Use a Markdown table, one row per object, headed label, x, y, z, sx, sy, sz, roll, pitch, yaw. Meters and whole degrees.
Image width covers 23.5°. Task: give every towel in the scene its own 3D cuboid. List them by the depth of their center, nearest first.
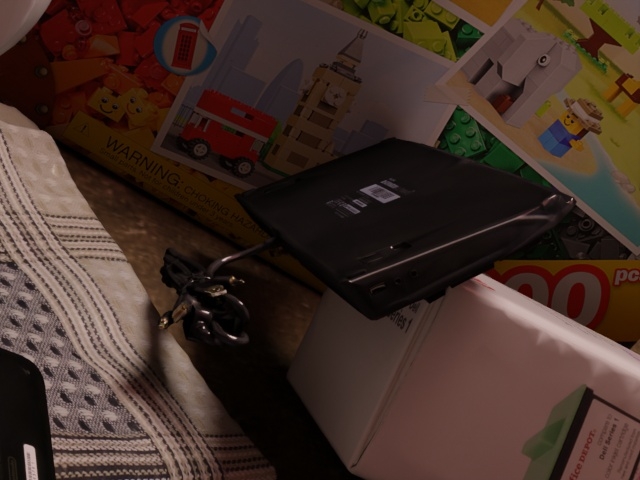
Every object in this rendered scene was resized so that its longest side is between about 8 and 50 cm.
| label | x | y | z | sx | sy | sz | roll | pitch | yaw |
| --- | --- | --- | --- | --- | --- | --- | --- | --- | --- |
| towel | -0.193 | 0.005 | 0.751 | 0.312 | 0.056 | 0.324 | 11 | 33 | -50 |

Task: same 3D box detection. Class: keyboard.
| label | x | y | z | sx | sy | sz | roll | pitch | yaw |
| --- | --- | --- | --- | --- | --- | --- | --- | --- | --- |
| keyboard | 0.000 | 0.000 | 0.840 | 0.317 | 0.201 | 0.033 | -144 | -146 | -76 |

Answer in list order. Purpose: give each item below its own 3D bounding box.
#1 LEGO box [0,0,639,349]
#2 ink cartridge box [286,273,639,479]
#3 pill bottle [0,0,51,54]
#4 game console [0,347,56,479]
| label | x | y | z | sx | sy | sz | roll | pitch | yaw |
| --- | --- | --- | --- | --- | --- | --- | --- | --- | --- |
| LEGO box | 0.073 | -0.156 | 1.065 | 0.500 | 0.372 | 0.193 | 30 | 23 | -19 |
| ink cartridge box | 0.136 | 0.108 | 0.877 | 0.278 | 0.117 | 0.201 | 27 | 3 | -14 |
| pill bottle | -0.227 | -0.182 | 0.841 | 0.169 | 0.169 | 0.301 | 29 | 9 | -23 |
| game console | -0.155 | 0.093 | 0.550 | 0.107 | 0.071 | 0.122 | 26 | 36 | -39 |
